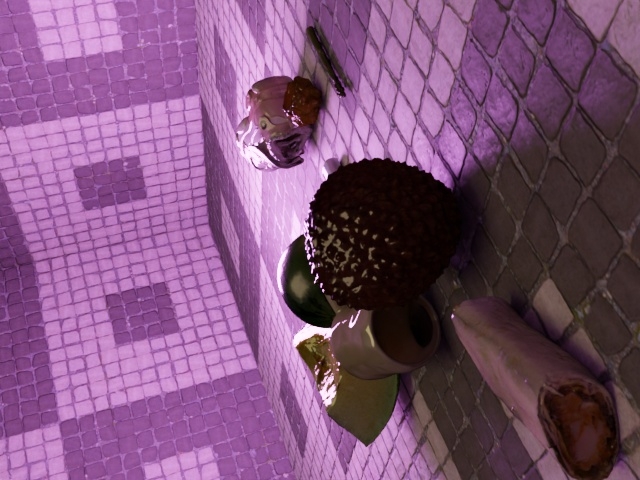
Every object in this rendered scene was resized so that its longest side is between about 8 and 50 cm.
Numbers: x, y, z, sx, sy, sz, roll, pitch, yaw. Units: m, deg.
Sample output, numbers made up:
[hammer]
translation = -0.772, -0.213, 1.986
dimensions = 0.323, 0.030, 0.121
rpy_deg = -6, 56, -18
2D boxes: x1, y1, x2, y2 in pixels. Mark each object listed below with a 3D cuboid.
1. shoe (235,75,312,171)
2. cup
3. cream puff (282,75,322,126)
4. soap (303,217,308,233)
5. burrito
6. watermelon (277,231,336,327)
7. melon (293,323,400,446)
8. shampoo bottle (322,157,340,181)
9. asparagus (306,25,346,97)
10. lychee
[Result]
[shoe]
translation = -0.129, -0.276, 2.109
dimensions = 0.351, 0.172, 0.198
rpy_deg = 99, 150, -59
[cup]
translation = 0.091, 0.170, 1.534
dimensions = 0.202, 0.255, 0.173
rpy_deg = -33, 28, 61
[cream puff]
translation = -0.042, -0.347, 1.901
dimensions = 0.116, 0.094, 0.122
rpy_deg = -166, 86, -69
[soap]
translation = 0.000, 0.000, 2.096
dimensions = 0.100, 0.056, 0.149
rpy_deg = 92, 159, -49
[burrito]
translation = 0.305, 0.197, 1.088
dimensions = 0.299, 0.105, 0.143
rpy_deg = -128, 19, -55
[watermelon]
translation = 0.022, 0.085, 1.737
dimensions = 0.242, 0.242, 0.242
rpy_deg = 167, 90, -75
[melon]
translation = 0.056, 0.286, 1.862
dimensions = 0.343, 0.226, 0.331
rpy_deg = -110, 15, -66
[shampoo bottle]
translation = 0.040, -0.145, 1.853
dimensions = 0.072, 0.043, 0.099
rpy_deg = 98, 154, -53
[asparagus]
translation = 0.014, -0.413, 1.758
dimensions = 0.248, 0.025, 0.024
rpy_deg = 68, 148, 32
[lychee]
translation = 0.105, -0.009, 1.320
dimensions = 0.304, 0.276, 0.275
rpy_deg = -20, 83, 49
